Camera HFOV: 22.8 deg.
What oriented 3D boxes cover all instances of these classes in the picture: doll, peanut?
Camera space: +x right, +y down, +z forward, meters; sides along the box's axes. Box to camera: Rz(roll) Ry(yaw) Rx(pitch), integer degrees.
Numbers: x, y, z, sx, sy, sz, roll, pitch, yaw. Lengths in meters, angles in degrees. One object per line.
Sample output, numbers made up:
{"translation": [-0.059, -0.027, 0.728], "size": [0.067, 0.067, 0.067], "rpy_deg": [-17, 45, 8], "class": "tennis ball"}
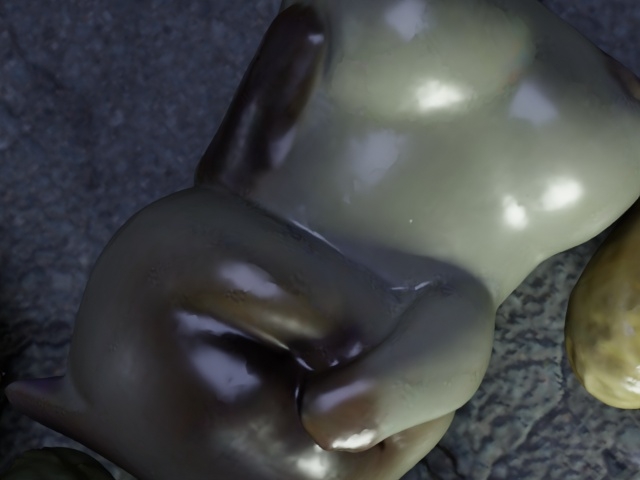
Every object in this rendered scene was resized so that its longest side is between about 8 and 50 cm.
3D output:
{"translation": [0.019, -0.009, 0.841], "size": [0.215, 0.226, 0.370], "rpy_deg": [34, 83, -26], "class": "doll"}
{"translation": [0.215, -0.009, 0.864], "size": [0.103, 0.098, 0.229], "rpy_deg": [31, 89, 14], "class": "peanut"}

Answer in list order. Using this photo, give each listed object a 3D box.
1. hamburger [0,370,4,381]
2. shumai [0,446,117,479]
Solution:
{"translation": [-0.319, 0.090, 0.897], "size": [0.276, 0.179, 0.294], "rpy_deg": [10, 74, 19], "class": "hamburger"}
{"translation": [-0.103, 0.305, 0.799], "size": [0.289, 0.292, 0.330], "rpy_deg": [22, 117, -5], "class": "shumai"}
